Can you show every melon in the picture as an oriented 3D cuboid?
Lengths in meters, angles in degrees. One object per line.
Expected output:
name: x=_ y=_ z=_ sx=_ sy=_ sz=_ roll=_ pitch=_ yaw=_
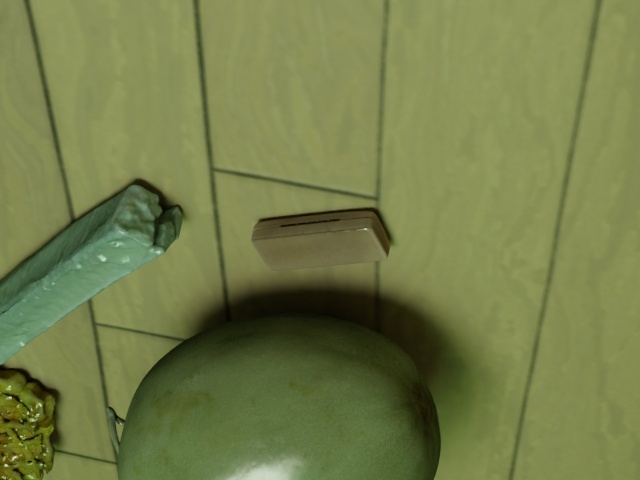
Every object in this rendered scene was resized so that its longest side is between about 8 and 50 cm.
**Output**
melon: x=-0.043 y=0.190 z=1.230 sx=0.272 sy=0.271 sz=0.308 roll=30 pitch=133 yaw=-13

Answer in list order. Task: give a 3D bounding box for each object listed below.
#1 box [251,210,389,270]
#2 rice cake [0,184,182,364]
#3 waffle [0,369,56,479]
box: x=0.000 y=0.000 z=1.173 sx=0.115 sy=0.025 sz=0.048 roll=-6 pitch=139 yaw=26
rice cake: x=-0.249 y=0.044 z=1.281 sx=0.063 sy=0.066 sz=0.336 roll=39 pitch=136 yaw=-23
waffle: x=-0.403 y=0.192 z=1.515 sx=0.245 sy=0.052 sz=0.254 roll=24 pitch=138 yaw=-4
